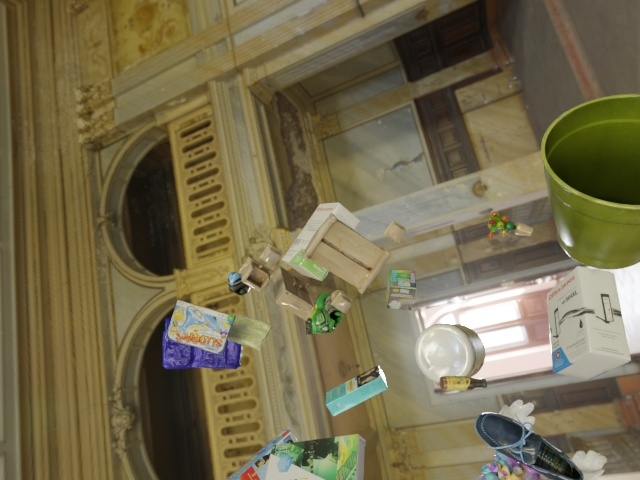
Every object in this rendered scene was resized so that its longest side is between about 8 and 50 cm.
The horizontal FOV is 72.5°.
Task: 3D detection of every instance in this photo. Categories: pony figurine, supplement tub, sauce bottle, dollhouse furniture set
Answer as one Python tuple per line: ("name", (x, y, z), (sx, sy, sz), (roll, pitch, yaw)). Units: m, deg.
("pony figurine", (0.611, 0.706, 1.295), (0.351, 0.303, 0.363), (-24, -59, -31))
("supplement tub", (0.553, 0.466, 1.828), (0.325, 0.235, 0.235), (19, -124, -57))
("sauce bottle", (0.404, 0.403, 1.236), (0.042, 0.128, 0.042), (180, 90, -85))
("dollhouse furniture set", (-0.003, 0.014, 1.205), (0.303, 0.355, 0.174), (33, -171, -20))

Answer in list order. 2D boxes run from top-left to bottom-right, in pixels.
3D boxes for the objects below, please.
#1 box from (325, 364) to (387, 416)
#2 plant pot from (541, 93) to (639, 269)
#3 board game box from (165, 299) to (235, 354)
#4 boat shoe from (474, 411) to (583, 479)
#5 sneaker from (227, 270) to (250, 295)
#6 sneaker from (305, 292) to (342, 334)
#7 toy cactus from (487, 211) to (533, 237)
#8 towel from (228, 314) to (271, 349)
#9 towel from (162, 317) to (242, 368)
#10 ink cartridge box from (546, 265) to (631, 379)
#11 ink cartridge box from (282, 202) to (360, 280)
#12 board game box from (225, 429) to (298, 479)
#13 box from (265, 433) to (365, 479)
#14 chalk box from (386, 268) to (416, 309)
("box", (0.140, 0.593, 1.725), (0.060, 0.244, 0.100), (59, -174, -8))
("plant pot", (0.757, -0.114, 1.121), (0.353, 0.366, 0.366), (62, -159, -49))
("board game box", (-0.412, 0.297, 1.500), (0.035, 0.201, 0.136), (145, 142, -82))
("boat shoe", (0.510, 0.493, 1.060), (0.089, 0.258, 0.109), (100, -166, -69))
("sneaker", (-0.262, 0.146, 1.472), (0.188, 0.067, 0.078), (23, -105, -73))
("sneaker", (0.039, 0.350, 2.044), (0.343, 0.146, 0.134), (-51, -38, -68))
("toy cactus", (0.783, -0.052, 1.816), (0.219, 0.180, 0.112), (17, -89, -65))
("towel", (-0.260, 0.329, 1.582), (0.027, 0.148, 0.110), (81, -151, -51))
("towel", (-0.457, 0.412, 1.710), (0.076, 0.308, 0.227), (-118, 33, -63))
("ink cartridge box", (0.578, 0.181, 0.960), (0.148, 0.086, 0.203), (97, -175, -57))
("ink cartridge box", (0.000, 0.000, 1.650), (0.115, 0.273, 0.198), (38, 168, -21))
("board game box", (-0.155, 0.911, 1.572), (0.302, 0.086, 0.308), (-29, -95, -37))
("box", (-0.024, 0.723, 1.314), (0.058, 0.322, 0.232), (58, -154, -33))
("chalk box", (0.409, 0.230, 2.207), (0.132, 0.132, 0.213), (-81, -6, -51))
